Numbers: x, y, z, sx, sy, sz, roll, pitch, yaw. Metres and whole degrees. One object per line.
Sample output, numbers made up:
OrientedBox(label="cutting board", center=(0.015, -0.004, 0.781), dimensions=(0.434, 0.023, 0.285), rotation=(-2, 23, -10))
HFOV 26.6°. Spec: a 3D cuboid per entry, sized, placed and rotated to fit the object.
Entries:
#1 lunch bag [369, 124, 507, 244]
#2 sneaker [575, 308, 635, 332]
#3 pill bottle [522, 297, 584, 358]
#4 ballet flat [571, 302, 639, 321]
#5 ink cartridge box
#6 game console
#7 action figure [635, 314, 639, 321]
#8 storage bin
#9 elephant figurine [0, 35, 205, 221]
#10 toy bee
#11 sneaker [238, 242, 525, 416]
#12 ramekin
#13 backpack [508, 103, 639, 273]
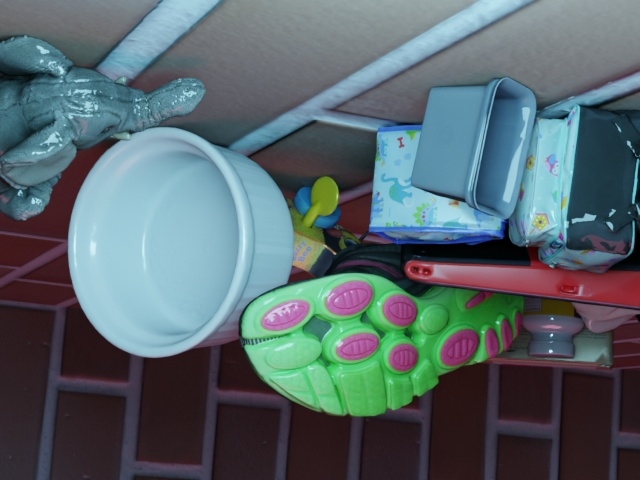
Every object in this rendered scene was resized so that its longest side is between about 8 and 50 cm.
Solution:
OrientedBox(label="lunch bag", center=(0.142, -0.063, 1.541), dimensions=(0.151, 0.129, 0.096), rotation=(-2, 169, 29))
OrientedBox(label="sneaker", center=(0.502, 0.076, 2.150), dimensions=(0.212, 0.094, 0.080), rotation=(-12, 131, -13))
OrientedBox(label="pill bottle", center=(0.380, 0.097, 2.208), dimensions=(0.103, 0.184, 0.103), rotation=(4, 171, 1))
OrientedBox(label="ballet flat", center=(0.474, 0.033, 1.915), dimensions=(0.139, 0.139, 0.400), rotation=(10, 163, -31))
OrientedBox(label="ink cartridge box", center=(0.382, 0.118, 2.304), dimensions=(0.234, 0.193, 0.088), rotation=(2, 171, 12))
OrientedBox(label="game console", center=(0.273, 0.008, 1.711), dimensions=(0.342, 0.060, 0.386), rotation=(2, -167, 4))
OrientedBox(label="action figure", center=(0.631, 0.101, 2.403), dimensions=(0.185, 0.099, 0.285), rotation=(-10, 169, 23))
OrientedBox(label="storage bin", center=(0.154, -0.096, 1.380), dimensions=(0.091, 0.135, 0.098), rotation=(11, 177, 38))
OrientedBox(label="elephant figurine", center=(-0.273, -0.130, 1.358), dimensions=(0.239, 0.186, 0.169), rotation=(-21, 112, 44))
OrientedBox(label="toy bee", center=(0.000, 0.000, 1.874), dimensions=(0.298, 0.162, 0.195), rotation=(-2, 128, -16))
OrientedBox(label="sneaker", center=(0.065, 0.102, 1.708), dimensions=(0.202, 0.185, 0.483), rotation=(9, -170, 41))
OrientedBox(label="ramekin", center=(-0.166, 0.005, 1.673), dimensions=(0.277, 0.277, 0.135), rotation=(-3, 175, 34))
OrientedBox(label="backpack", center=(0.277, -0.049, 1.465), dimensions=(0.144, 0.166, 0.188), rotation=(3, 167, 8))
